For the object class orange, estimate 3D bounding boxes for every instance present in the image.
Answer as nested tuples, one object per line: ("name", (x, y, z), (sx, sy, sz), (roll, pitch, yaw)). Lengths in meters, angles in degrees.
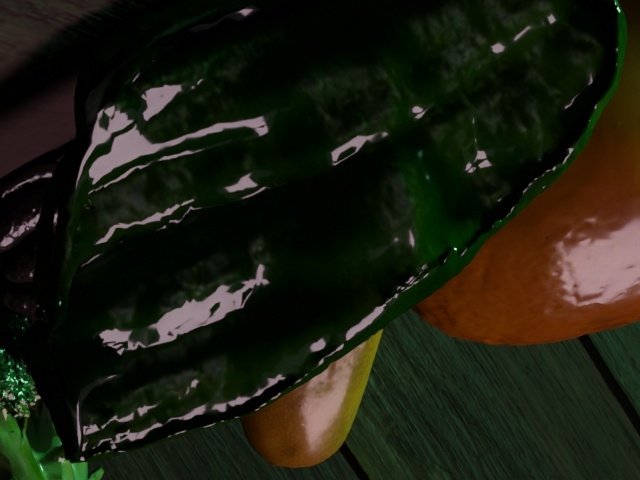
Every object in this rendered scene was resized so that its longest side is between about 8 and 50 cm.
("orange", (0.139, -0.078, 1.211), (0.312, 0.312, 0.312), (-32, 179, -1))

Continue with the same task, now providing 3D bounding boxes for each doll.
("doll", (-0.178, 0.003, 1.252), (0.165, 0.057, 0.139), (-9, 129, -28))

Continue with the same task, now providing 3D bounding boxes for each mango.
("mango", (-0.002, 0.002, 1.400), (0.144, 0.359, 0.187), (11, -178, 18))

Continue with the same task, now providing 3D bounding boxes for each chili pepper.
("chili pepper", (-0.020, -0.049, 0.982), (0.385, 0.213, 0.167), (-38, -168, -9))

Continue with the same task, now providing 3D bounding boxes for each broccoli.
("broccoli", (-0.261, 0.154, 1.693), (0.269, 0.269, 0.254), (-32, -174, -21))
